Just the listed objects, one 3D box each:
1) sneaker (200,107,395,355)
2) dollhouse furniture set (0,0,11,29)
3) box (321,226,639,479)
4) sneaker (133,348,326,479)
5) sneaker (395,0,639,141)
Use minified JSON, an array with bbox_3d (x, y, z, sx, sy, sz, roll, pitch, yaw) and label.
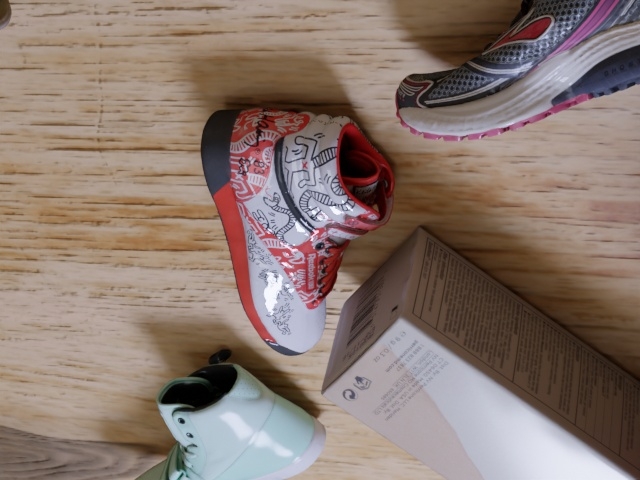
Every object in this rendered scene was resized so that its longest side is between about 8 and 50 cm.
[{"bbox_3d":[-0.001,0.000,1.733,0.145,0.090,0.270,1,130,24],"label":"sneaker"},{"bbox_3d":[-0.301,-0.225,1.578,0.101,0.161,0.182,22,137,-1],"label":"dollhouse furniture set"},{"bbox_3d":[0.166,0.145,1.758,0.311,0.148,0.121,36,123,-12],"label":"box"},{"bbox_3d":[-0.137,0.198,1.975,0.256,0.094,0.151,-28,124,28],"label":"sneaker"},{"bbox_3d":[0.181,-0.156,1.508,0.299,0.121,0.112,-21,93,36],"label":"sneaker"}]
